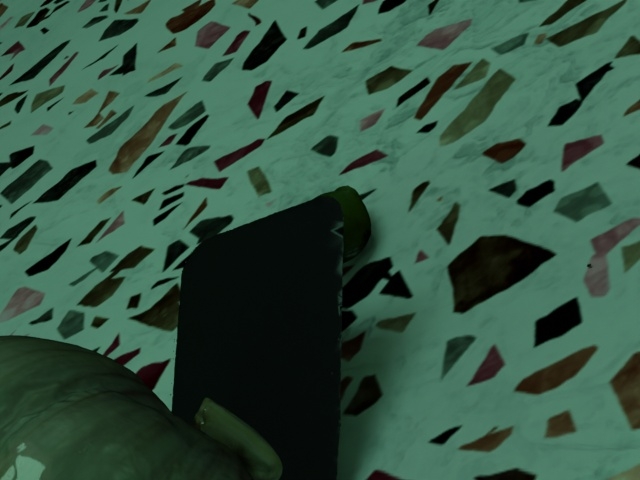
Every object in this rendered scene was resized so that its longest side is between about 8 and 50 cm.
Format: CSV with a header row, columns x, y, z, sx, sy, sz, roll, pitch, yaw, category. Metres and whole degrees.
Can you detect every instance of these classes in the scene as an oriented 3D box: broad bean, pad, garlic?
x,y,z,sx,sy,sz,roll,pitch,yaw,category
0.000,0.000,1.522,0.070,0.048,0.213,10,26,9,broad bean
0.028,0.082,1.340,0.323,0.055,0.250,-8,60,20,pad
-0.148,0.189,1.114,0.322,0.322,0.241,-15,49,38,garlic
